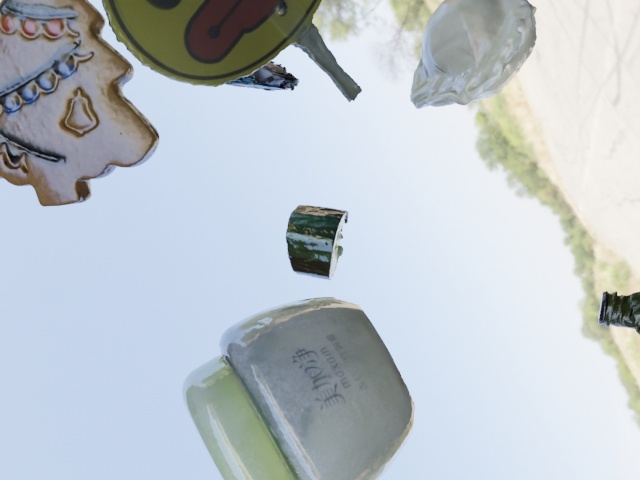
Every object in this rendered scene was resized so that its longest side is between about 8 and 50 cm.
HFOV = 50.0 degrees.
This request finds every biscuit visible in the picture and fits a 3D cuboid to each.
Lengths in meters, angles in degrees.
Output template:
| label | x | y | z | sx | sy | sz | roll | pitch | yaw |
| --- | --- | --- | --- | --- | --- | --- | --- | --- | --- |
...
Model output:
| label | x | y | z | sx | sy | sz | roll | pitch | yaw |
| --- | --- | --- | --- | --- | --- | --- | --- | --- | --- |
| biscuit | -0.344 | -0.193 | 0.855 | 0.043 | 0.278 | 0.301 | -21 | -77 | -75 |

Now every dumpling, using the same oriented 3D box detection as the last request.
| label | x | y | z | sx | sy | sz | roll | pitch | yaw |
| --- | --- | --- | --- | --- | --- | --- | --- | --- | --- |
| dumpling | 0.202 | -0.257 | 0.958 | 0.147 | 0.193 | 0.258 | 35 | -172 | -20 |

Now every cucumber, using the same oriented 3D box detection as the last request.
| label | x | y | z | sx | sy | sz | roll | pitch | yaw |
| --- | --- | --- | --- | --- | --- | --- | --- | --- | --- |
| cucumber | -0.003 | 0.004 | 1.739 | 0.191 | 0.130 | 0.191 | 8 | -90 | -72 |

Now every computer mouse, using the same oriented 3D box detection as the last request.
| label | x | y | z | sx | sy | sz | roll | pitch | yaw |
| --- | --- | --- | --- | --- | --- | --- | --- | --- | --- |
| computer mouse | -0.157 | -0.427 | 1.751 | 0.146 | 0.242 | 0.077 | -8 | -73 | -56 |

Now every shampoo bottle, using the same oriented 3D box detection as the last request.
| label | x | y | z | sx | sy | sz | roll | pitch | yaw |
| --- | --- | --- | --- | --- | --- | --- | --- | --- | --- |
| shampoo bottle | -0.028 | 0.255 | 1.063 | 0.322 | 0.317 | 0.322 | 54 | 161 | 28 |

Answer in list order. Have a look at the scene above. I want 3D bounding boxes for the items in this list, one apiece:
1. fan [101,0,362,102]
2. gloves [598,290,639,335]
| label | x | y | z | sx | sy | sz | roll | pitch | yaw |
| --- | --- | --- | --- | --- | --- | --- | --- | --- | --- |
| fan | -0.053 | -0.215 | 0.574 | 0.011 | 0.229 | 0.335 | 39 | 179 | 42 |
| gloves | 0.692 | 0.144 | 1.359 | 0.107 | 0.268 | 0.135 | 52 | -133 | -42 |
